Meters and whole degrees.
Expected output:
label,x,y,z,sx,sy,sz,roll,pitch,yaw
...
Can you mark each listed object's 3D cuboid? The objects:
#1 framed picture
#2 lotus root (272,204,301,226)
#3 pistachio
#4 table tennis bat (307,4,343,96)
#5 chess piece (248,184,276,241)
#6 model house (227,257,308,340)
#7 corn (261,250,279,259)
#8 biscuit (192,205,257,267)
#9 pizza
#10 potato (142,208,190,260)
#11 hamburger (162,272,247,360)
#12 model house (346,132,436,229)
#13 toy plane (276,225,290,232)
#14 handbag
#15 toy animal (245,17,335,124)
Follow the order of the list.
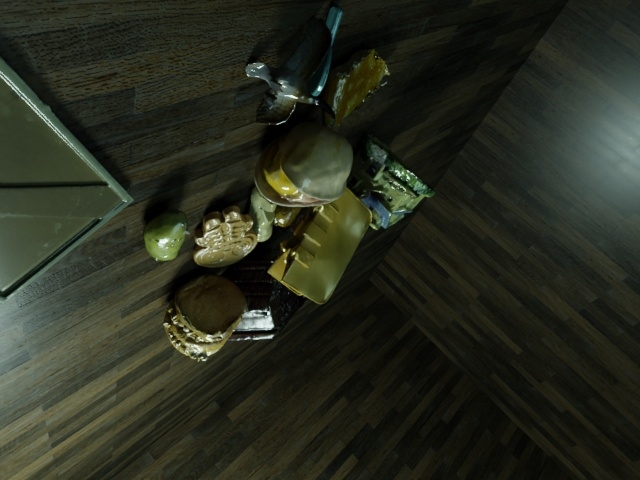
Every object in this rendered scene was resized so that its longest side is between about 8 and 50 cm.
label,x,y,z,sx,sy,sz,roll,pitch,yaw
framed picture,-0.518,-0.061,0.789,0.326,0.028,0.446,-42,165,-13
lotus root,-0.096,-0.127,1.614,0.191,0.094,0.108,-49,-160,-6
pistachio,-0.034,-0.198,1.327,0.309,0.230,0.230,-32,160,-50
table tennis bat,0.007,-0.428,1.115,0.033,0.124,0.201,10,115,-21
chess piece,-0.181,-0.085,1.499,0.090,0.090,0.200,-36,161,-30
model house,-0.245,0.177,1.799,0.297,0.317,0.283,-65,147,-55
corn,-0.247,0.151,1.951,0.288,0.086,0.086,-50,164,19
biscuit,-0.278,0.000,1.445,0.202,0.044,0.289,-17,155,-21
pizza,0.104,-0.442,1.360,0.297,0.071,0.189,-40,152,-30
potato,-0.376,-0.010,1.189,0.105,0.085,0.188,-13,155,-24
hamburger,-0.375,0.247,1.557,0.245,0.261,0.211,8,149,-33
model house,0.219,-0.205,1.844,0.266,0.321,0.261,-49,158,19
toy plane,-0.136,-0.050,1.816,0.078,0.031,0.083,-38,172,26
handbag,0.000,0.000,1.717,0.401,0.133,0.283,-59,144,-8
toy animal,-0.062,-0.315,1.056,0.160,0.197,0.272,-21,156,-50
